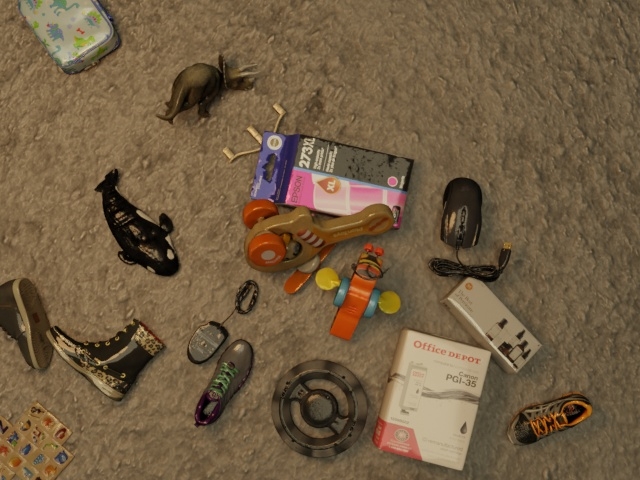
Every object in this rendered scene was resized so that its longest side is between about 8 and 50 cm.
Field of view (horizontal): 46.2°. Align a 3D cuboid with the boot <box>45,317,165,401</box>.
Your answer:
[{"bbox_3d":[-0.503,0.240,1.766,0.236,0.085,0.178,43,84,-4],"label":"boot"}]

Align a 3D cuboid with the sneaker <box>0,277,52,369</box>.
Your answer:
[{"bbox_3d":[-0.718,0.204,1.778,0.118,0.083,0.221,-13,93,17],"label":"sneaker"}]

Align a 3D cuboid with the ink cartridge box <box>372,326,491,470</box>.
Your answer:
[{"bbox_3d":[0.257,0.363,1.752,0.207,0.117,0.282,15,85,0],"label":"ink cartridge box"}]

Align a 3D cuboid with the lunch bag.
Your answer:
[{"bbox_3d":[-0.605,-0.528,1.822,0.176,0.090,0.219,-36,87,-3],"label":"lunch bag"}]

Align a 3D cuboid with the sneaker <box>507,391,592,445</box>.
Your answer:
[{"bbox_3d":[0.542,0.421,1.772,0.215,0.083,0.084,-27,88,-2],"label":"sneaker"}]

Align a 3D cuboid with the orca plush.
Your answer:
[{"bbox_3d":[-0.439,-0.040,1.779,0.151,0.102,0.287,-23,86,-3],"label":"orca plush"}]

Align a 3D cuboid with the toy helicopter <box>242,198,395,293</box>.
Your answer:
[{"bbox_3d":[0.000,0.000,1.741,0.355,0.235,0.140,-15,49,0],"label":"toy helicopter"}]

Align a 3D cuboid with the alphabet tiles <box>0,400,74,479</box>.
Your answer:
[{"bbox_3d":[-0.709,0.508,1.777,0.198,0.009,0.237,40,85,2],"label":"alphabet tiles"}]

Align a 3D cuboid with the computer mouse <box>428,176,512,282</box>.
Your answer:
[{"bbox_3d":[0.371,-0.030,1.785,0.184,0.060,0.261,13,73,6],"label":"computer mouse"}]

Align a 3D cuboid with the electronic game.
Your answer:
[{"bbox_3d":[-0.003,0.398,1.779,0.230,0.048,0.229,-1,82,6],"label":"electronic game"}]

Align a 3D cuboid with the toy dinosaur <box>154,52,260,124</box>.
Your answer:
[{"bbox_3d":[-0.296,-0.362,1.758,0.121,0.314,0.160,46,124,13],"label":"toy dinosaur"}]

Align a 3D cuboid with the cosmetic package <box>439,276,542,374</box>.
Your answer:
[{"bbox_3d":[0.406,0.197,1.789,0.099,0.060,0.239,-42,87,-19],"label":"cosmetic package"}]

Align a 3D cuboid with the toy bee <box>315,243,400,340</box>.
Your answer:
[{"bbox_3d":[0.107,0.099,1.728,0.195,0.298,0.162,36,48,-15],"label":"toy bee"}]

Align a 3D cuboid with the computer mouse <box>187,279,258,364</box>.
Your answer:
[{"bbox_3d":[-0.232,0.195,1.802,0.071,0.041,0.242,40,79,4],"label":"computer mouse"}]

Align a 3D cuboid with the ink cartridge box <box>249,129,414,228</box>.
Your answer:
[{"bbox_3d":[0.027,-0.148,1.808,0.371,0.069,0.175,12,86,-2],"label":"ink cartridge box"}]

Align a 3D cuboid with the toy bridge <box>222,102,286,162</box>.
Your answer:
[{"bbox_3d":[-0.155,-0.253,1.840,0.188,0.026,0.063,-43,89,-5],"label":"toy bridge"}]

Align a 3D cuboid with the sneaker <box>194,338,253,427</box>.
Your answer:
[{"bbox_3d":[-0.224,0.338,1.755,0.083,0.098,0.223,26,86,1],"label":"sneaker"}]

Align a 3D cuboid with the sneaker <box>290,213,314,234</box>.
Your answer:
[{"bbox_3d":[-0.056,-0.017,1.818,0.119,0.047,0.057,-30,98,-2],"label":"sneaker"}]
